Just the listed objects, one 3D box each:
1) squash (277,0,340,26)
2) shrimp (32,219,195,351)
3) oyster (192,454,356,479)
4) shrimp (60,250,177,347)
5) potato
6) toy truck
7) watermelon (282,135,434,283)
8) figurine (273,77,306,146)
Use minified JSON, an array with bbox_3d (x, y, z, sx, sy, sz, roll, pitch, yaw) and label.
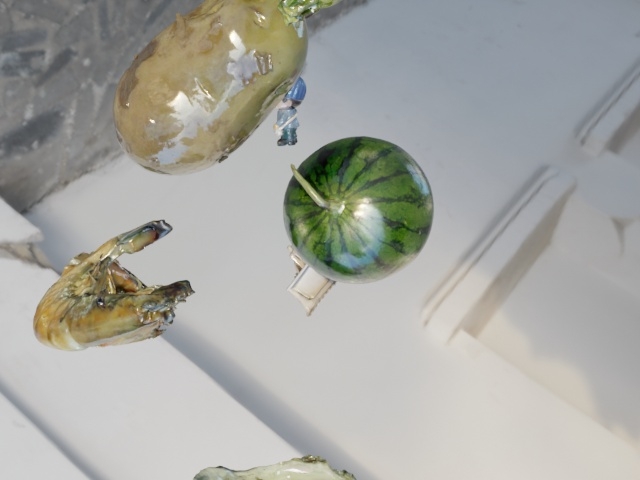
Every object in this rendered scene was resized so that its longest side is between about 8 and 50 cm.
[{"bbox_3d":[0.039,-0.298,0.683,0.066,0.066,0.252,85,29,-63],"label":"squash"},{"bbox_3d":[-0.198,0.039,0.722,0.051,0.217,0.150,54,40,-35],"label":"shrimp"},{"bbox_3d":[-0.047,0.344,0.982,0.252,0.199,0.087,8,100,-65],"label":"oyster"},{"bbox_3d":[-0.320,0.100,1.187,0.062,0.154,0.294,-15,166,16],"label":"shrimp"},{"bbox_3d":[-0.123,-0.184,0.832,0.262,0.165,0.165,-44,164,12],"label":"potato"},{"bbox_3d":[0.000,0.000,1.280,0.136,0.111,0.286,-54,-169,35],"label":"toy truck"},{"bbox_3d":[0.045,-0.038,0.907,0.188,0.188,0.214,-58,166,8],"label":"watermelon"},{"bbox_3d":[-0.070,-0.271,1.509,0.086,0.087,0.149,-52,140,-67],"label":"figurine"}]
